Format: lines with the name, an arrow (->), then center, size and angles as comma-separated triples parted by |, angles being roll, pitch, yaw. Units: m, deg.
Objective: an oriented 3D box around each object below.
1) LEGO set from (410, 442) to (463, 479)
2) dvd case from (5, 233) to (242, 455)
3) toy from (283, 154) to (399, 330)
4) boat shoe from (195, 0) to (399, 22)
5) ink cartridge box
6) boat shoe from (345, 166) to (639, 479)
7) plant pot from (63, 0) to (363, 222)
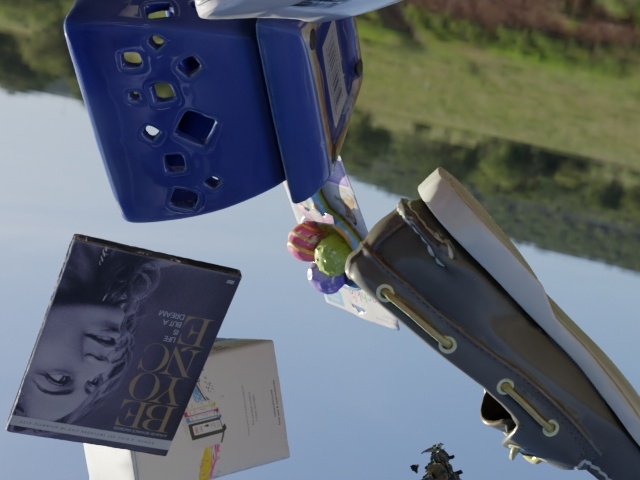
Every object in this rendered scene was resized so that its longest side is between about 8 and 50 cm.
LEGO set -> 0.102, 0.205, 1.154 | 0.054, 0.083, 0.023 | 37, -143, 23
dvd case -> -0.188, 0.106, 1.288 | 0.164, 0.221, 0.018 | 13, -153, -23
toy -> 0.000, 0.000, 1.537 | 0.056, 0.237, 0.137 | -31, -150, -27
boat shoe -> -0.004, -0.220, 0.996 | 0.108, 0.102, 0.301 | -14, -179, 33
ink cartridge box -> -0.191, 0.235, 1.840 | 0.232, 0.168, 0.171 | -10, -176, -32
boat shoe -> 0.137, 0.087, 0.889 | 0.305, 0.091, 0.109 | 48, -171, -22
plant pot -> -0.083, -0.172, 1.282 | 0.212, 0.236, 0.236 | 2, -139, 14
